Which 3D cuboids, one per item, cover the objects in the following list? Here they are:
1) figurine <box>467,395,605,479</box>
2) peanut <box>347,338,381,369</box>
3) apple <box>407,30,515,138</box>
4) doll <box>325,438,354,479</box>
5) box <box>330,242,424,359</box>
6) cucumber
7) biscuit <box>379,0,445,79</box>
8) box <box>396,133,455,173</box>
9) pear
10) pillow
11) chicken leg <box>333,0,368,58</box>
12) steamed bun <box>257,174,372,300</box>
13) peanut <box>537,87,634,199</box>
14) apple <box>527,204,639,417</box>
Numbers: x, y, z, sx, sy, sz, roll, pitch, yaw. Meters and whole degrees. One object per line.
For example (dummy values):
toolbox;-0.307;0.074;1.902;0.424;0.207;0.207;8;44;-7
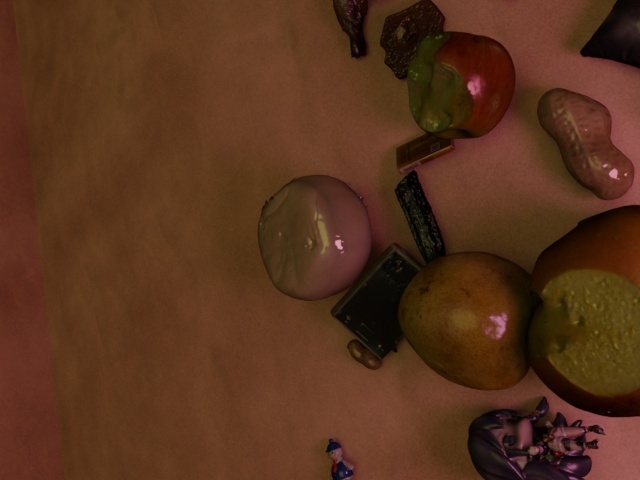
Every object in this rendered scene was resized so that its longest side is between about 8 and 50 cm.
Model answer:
figurine;0.455;0.455;1.085;0.265;0.175;0.196;8;97;41
peanut;0.119;0.312;1.382;0.113;0.054;0.053;32;105;31
apple;0.314;-0.349;1.163;0.246;0.246;0.226;16;99;33
doll;0.052;0.625;1.411;0.099;0.058;0.142;-37;64;37
box;0.179;0.166;1.314;0.211;0.045;0.270;43;112;4
cucumber;0.260;-0.049;1.289;0.077;0.077;0.265;-29;73;29
biscuit;0.249;-0.515;1.337;0.182;0.034;0.215;-13;83;33
box;0.267;-0.235;1.299;0.156;0.022;0.088;-24;47;29
pear;0.321;0.170;1.108;0.304;0.304;0.303;-2;87;34
pillow;0.674;-0.465;1.013;0.186;0.106;0.249;36;105;37
chicken leg;0.125;-0.682;1.406;0.177;0.083;0.322;36;105;14
steamed bun;0.000;0.000;1.364;0.334;0.233;0.311;-26;74;49
peanut;0.568;-0.212;1.075;0.125;0.111;0.274;-27;76;14
apple;0.551;0.123;0.920;0.384;0.374;0.374;-26;73;15
